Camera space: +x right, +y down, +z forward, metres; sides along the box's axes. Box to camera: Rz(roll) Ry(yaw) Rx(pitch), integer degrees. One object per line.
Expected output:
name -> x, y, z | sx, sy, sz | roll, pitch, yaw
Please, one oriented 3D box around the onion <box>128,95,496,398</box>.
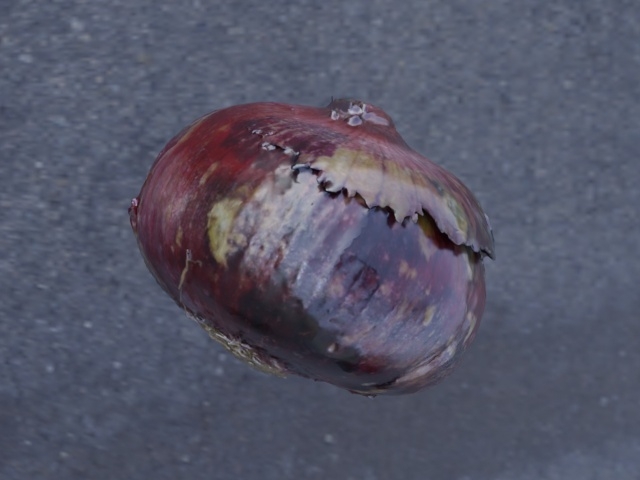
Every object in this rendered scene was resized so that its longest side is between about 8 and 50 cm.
onion -> 0.000, 0.000, 1.126 | 0.246, 0.246, 0.190 | 22, 91, -38
